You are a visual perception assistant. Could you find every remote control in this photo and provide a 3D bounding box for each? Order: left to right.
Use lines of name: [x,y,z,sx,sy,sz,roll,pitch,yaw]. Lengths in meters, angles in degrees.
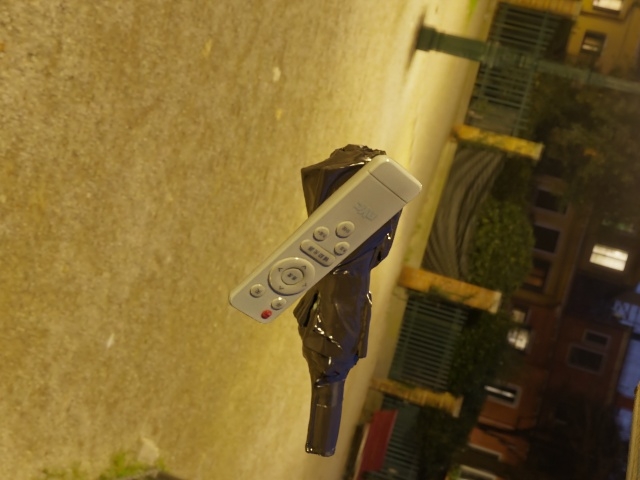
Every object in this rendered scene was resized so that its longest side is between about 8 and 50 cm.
remote control: [0.000,0.000,0.647,0.184,0.050,0.027,-42,-146,19]

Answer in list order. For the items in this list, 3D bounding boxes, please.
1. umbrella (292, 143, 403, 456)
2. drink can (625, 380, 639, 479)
umbrella: [0.021,0.067,0.846,0.118,0.118,0.340,-27,125,-75]
drink can: [0.300,0.182,0.646,0.235,0.097,0.097,-32,138,-62]
